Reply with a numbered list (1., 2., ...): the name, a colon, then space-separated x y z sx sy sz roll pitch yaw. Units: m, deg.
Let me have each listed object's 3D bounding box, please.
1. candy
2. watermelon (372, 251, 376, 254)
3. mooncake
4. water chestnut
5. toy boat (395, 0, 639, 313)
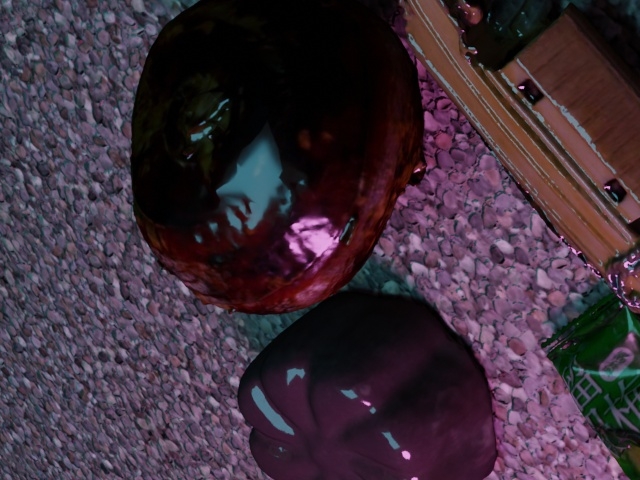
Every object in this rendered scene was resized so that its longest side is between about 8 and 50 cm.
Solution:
1. candy: 0.315 0.155 1.542 0.141 0.078 0.203 -45 73 41
2. watermelon: 0.000 0.000 1.715 0.133 0.105 0.105 13 128 22
3. mooncake: 0.049 0.209 1.790 0.306 0.154 0.306 28 139 28
4. water chestnut: -0.023 -0.086 1.540 0.350 0.302 0.350 -14 71 49
5. toy boat: 0.251 -0.090 1.383 0.445 0.136 0.162 51 146 -5
